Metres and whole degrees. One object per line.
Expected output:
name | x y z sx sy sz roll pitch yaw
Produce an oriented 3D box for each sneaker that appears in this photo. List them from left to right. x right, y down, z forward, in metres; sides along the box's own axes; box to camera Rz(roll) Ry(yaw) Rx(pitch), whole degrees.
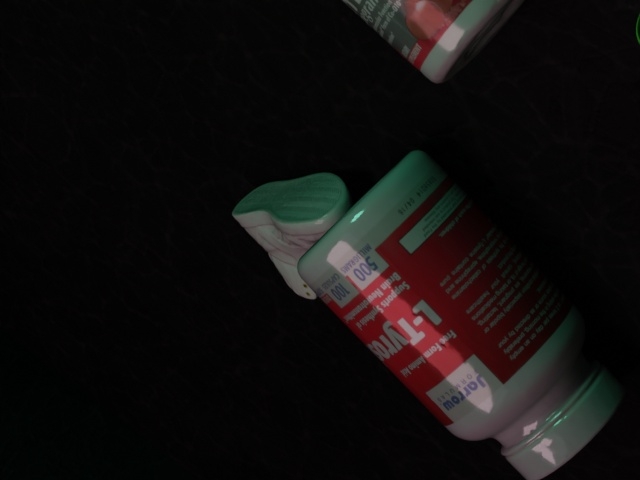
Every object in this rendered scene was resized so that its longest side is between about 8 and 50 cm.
sneaker | 0.000 0.000 2.528 0.169 0.108 0.292 53 161 -17

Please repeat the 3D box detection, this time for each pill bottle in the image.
pill bottle | 0.068 -0.332 1.899 0.318 0.176 0.176 43 152 5
pill bottle | 0.184 0.102 2.266 0.408 0.229 0.229 46 152 0

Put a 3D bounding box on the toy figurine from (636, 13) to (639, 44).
toy figurine | 0.419 -0.183 1.726 0.173 0.130 0.159 -19 129 34
